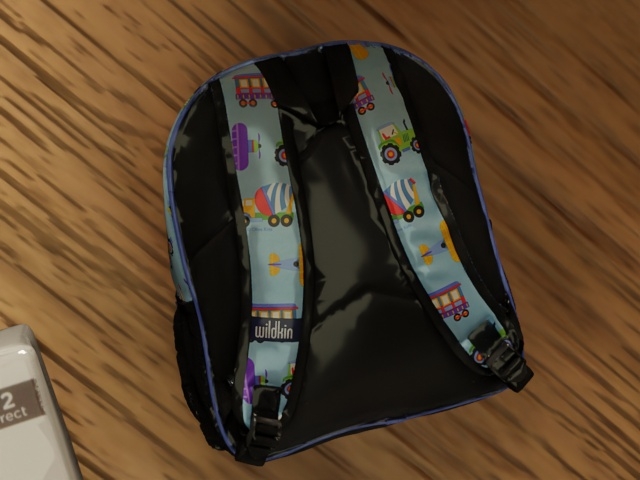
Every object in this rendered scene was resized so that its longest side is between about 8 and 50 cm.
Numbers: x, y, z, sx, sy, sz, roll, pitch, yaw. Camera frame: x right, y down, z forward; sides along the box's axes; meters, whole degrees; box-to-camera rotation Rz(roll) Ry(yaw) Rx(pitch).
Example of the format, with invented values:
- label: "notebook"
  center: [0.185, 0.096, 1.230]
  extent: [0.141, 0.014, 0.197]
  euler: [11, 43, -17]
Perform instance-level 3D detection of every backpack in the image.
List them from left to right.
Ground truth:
- label: "backpack"
  center: [0.000, 0.000, 0.571]
  extent: [0.158, 0.117, 0.173]
  euler: [-15, 94, -12]

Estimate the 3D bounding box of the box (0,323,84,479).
- label: "box"
  center: [-0.186, 0.149, 0.529]
  extent: [0.181, 0.119, 0.182]
  euler: [-17, 94, -12]
